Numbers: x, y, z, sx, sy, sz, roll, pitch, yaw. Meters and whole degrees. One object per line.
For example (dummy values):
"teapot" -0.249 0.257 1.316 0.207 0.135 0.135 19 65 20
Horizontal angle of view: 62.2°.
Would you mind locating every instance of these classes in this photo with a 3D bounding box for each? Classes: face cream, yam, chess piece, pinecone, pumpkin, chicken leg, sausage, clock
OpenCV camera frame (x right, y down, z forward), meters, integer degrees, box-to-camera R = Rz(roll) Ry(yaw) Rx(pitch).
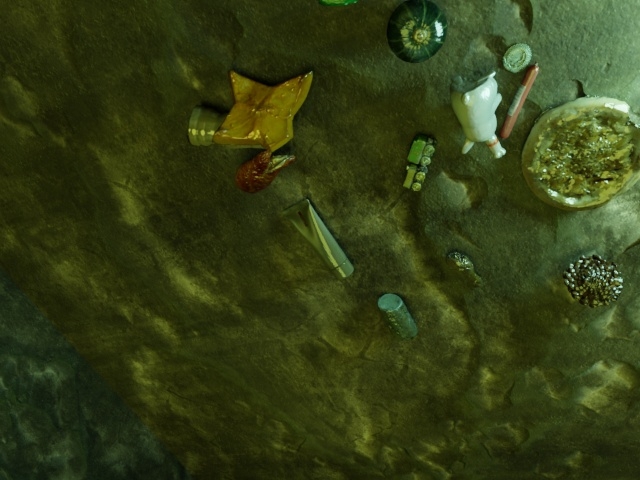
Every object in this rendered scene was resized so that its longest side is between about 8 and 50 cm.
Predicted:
"face cream" 0.000 0.000 2.015 0.137 0.084 0.341 -23 111 39
"yam" 0.309 0.309 2.146 0.107 0.107 0.194 -16 120 25
"chess piece" -0.282 -0.365 1.768 0.301 0.137 0.137 10 128 8
"pinecone" 0.938 0.140 1.817 0.179 0.150 0.195 -29 115 31
"pumpkin" 0.266 -0.579 1.464 0.167 0.125 0.167 7 130 8
"pumpkin" -0.179 -0.412 1.671 0.290 0.095 0.258 8 86 10
"chicken leg" 0.541 0.116 1.961 0.085 0.069 0.198 -29 121 33
"sausage" 0.585 -0.408 1.569 0.034 0.034 0.253 17 129 2
"clock" 0.559 -0.519 1.505 0.074 0.010 0.083 24 128 -3

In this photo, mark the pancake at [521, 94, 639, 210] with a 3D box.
"pancake" 0.799 -0.261 1.600 0.382 0.071 0.382 8 129 10

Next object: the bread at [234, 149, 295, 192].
"bread" -0.207 -0.234 1.835 0.139 0.095 0.269 2 166 -37

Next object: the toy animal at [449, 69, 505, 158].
"toy animal" 0.467 -0.369 1.580 0.141 0.138 0.282 -4 148 27

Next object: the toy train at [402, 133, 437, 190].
"toy train" 0.320 -0.254 1.742 0.081 0.060 0.202 20 129 9

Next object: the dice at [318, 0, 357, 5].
"dice" 0.046 -0.709 1.422 0.120 0.128 0.131 1 125 12
